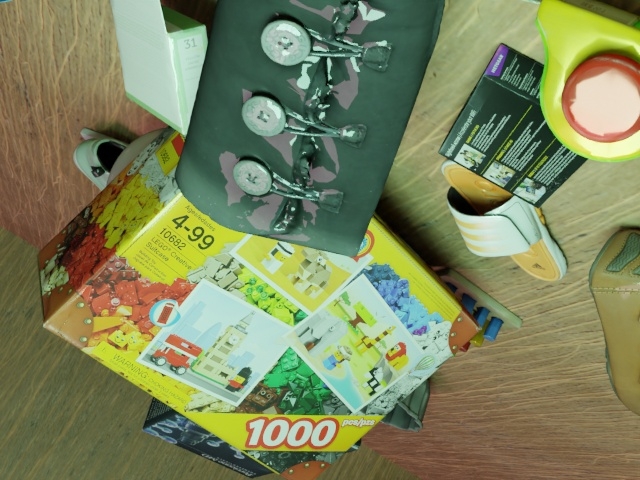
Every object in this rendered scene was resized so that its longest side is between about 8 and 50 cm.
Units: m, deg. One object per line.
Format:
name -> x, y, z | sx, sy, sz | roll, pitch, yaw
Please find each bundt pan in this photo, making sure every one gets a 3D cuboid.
bundt pan -> 0.112, 0.311, 1.911 | 0.331, 0.124, 0.331 | 25, 160, 10

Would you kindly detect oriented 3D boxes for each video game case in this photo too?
video game case -> -0.382, -0.155, 1.621 | 0.157, 0.019, 0.143 | 21, 158, 25

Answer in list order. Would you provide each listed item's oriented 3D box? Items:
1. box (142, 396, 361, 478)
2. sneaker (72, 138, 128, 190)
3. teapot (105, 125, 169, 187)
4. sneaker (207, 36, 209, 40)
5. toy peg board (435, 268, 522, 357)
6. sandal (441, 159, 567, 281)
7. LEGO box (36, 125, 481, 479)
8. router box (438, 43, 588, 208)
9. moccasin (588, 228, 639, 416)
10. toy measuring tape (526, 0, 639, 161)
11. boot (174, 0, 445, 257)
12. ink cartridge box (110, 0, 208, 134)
box -> -0.132, 0.315, 1.690 | 0.293, 0.212, 0.395 | 31, 143, -23
sneaker -> -0.345, -0.094, 1.541 | 0.256, 0.094, 0.151 | 42, 163, -24
teapot -> -0.195, -0.051, 1.276 | 0.187, 0.252, 0.256 | 13, 156, 42
sneaker -> -0.055, -0.226, 0.900 | 0.300, 0.111, 0.121 | 9, 132, 47
toy peg board -> 0.222, 0.131, 1.384 | 0.161, 0.079, 0.161 | 35, 160, -15
sandal -> 0.236, -0.003, 1.040 | 0.102, 0.076, 0.265 | 6, 150, 48
LEGO box -> -0.074, 0.072, 1.152 | 0.500, 0.372, 0.193 | 42, -172, -34
router box -> 0.210, -0.112, 0.855 | 0.133, 0.046, 0.179 | 29, 160, 3
moccasin -> 0.443, 0.131, 1.015 | 0.147, 0.139, 0.380 | 24, 152, 41
toy measuring tape -> 0.187, -0.150, 0.688 | 0.330, 0.121, 0.121 | 27, 161, 18
boot -> -0.075, -0.204, 0.705 | 0.367, 0.146, 0.445 | 27, 144, 7
ink cartridge box -> -0.190, -0.257, 0.938 | 0.171, 0.056, 0.235 | 36, 138, 48
